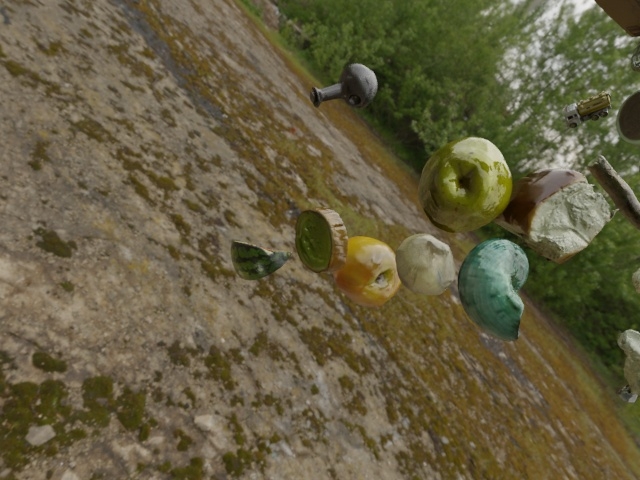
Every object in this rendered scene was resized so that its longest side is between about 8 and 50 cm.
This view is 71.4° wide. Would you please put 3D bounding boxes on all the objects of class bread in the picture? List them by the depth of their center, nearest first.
[{"bbox_3d":[0.686,-0.090,1.368,0.225,0.250,0.279,46,1,-13],"label":"bread"},{"bbox_3d":[0.000,0.000,1.514,0.069,0.236,0.236,-10,59,-39],"label":"bread"}]

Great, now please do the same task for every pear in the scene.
[{"bbox_3d":[0.431,-0.163,1.336,0.294,0.294,0.294,40,23,-21],"label":"pear"}]

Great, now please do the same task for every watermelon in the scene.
[{"bbox_3d":[-0.264,0.046,1.648,0.303,0.159,0.128,8,-41,50],"label":"watermelon"}]

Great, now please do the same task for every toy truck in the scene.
[{"bbox_3d":[0.759,-0.373,1.266,0.063,0.123,0.052,48,46,-25],"label":"toy truck"}]

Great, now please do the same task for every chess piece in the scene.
[{"bbox_3d":[1.171,-0.398,1.473,0.298,0.195,0.195,1,41,-15],"label":"chess piece"}]

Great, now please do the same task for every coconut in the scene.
[{"bbox_3d":[0.358,0.088,1.521,0.224,0.224,0.224,40,23,-21],"label":"coconut"}]

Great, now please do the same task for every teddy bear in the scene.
[{"bbox_3d":[1.045,0.304,1.433,0.327,0.362,0.376,-16,67,-25],"label":"teddy bear"}]

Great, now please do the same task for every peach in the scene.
[{"bbox_3d":[0.194,0.125,1.904,0.289,0.289,0.308,37,-5,-28],"label":"peach"}]

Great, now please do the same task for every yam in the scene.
[{"bbox_3d":[1.076,-0.168,1.602,0.317,0.067,0.071,49,-11,-4],"label":"yam"}]

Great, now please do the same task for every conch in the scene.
[{"bbox_3d":[0.363,0.091,0.944,0.134,0.196,0.202,10,23,23],"label":"conch"}]

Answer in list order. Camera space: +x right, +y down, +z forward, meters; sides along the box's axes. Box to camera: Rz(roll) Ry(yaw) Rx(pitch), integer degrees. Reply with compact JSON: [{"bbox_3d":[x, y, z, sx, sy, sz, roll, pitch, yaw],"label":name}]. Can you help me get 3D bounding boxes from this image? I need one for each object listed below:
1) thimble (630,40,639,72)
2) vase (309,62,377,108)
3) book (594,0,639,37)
[{"bbox_3d":[0.791,-0.448,1.048,0.062,0.110,0.084,14,13,-9],"label":"thimble"},{"bbox_3d":[0.059,-0.409,1.211,0.120,0.182,0.120,162,-90,-76],"label":"vase"},{"bbox_3d":[0.587,-0.541,0.862,0.388,0.032,0.269,34,12,-14],"label":"book"}]
